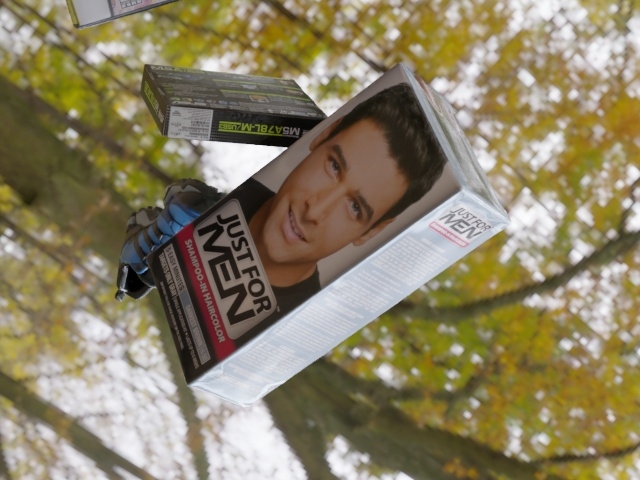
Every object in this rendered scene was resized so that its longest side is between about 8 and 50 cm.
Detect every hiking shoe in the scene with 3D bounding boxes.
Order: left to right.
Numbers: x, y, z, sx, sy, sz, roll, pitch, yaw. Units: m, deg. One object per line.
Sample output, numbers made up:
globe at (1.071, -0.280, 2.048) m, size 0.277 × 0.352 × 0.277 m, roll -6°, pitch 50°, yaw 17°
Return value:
hiking shoe at (-0.200, 0.007, 2.065) m, size 0.304 × 0.113 × 0.132 m, roll -29°, pitch -138°, yaw 60°

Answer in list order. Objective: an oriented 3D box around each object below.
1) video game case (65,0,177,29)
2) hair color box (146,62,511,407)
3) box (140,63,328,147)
video game case at (-0.167, -0.382, 1.553) m, size 0.275 × 0.248 × 0.035 m, roll -19°, pitch -163°, yaw -13°
hair color box at (0.000, 0.000, 1.580) m, size 0.374 × 0.114 × 0.185 m, roll -36°, pitch -126°, yaw 19°
box at (-0.102, -0.155, 1.686) m, size 0.184 × 0.191 × 0.045 m, roll -130°, pitch -134°, yaw -65°
